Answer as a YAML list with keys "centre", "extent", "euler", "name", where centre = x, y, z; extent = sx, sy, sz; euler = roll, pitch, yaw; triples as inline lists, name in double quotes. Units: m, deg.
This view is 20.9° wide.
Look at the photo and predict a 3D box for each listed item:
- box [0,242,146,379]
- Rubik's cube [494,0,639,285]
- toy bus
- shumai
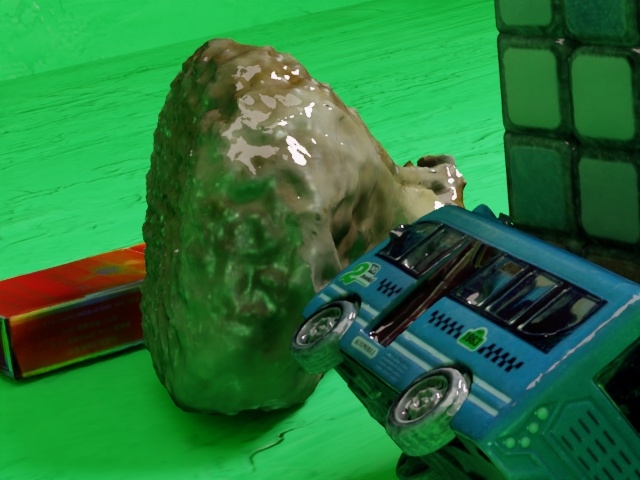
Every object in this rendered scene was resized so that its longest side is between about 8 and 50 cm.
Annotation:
- centre: [-0.167, 0.048, 1.248]
  extent: [0.175, 0.048, 0.112]
  euler: [-15, 15, -30]
  name: "box"
- centre: [0.294, -0.047, 0.933]
  extent: [0.293, 0.286, 0.292]
  euler: [-16, 17, -36]
  name: "Rubik's cube"
- centre: [0.089, 0.066, 0.833]
  extent: [0.134, 0.113, 0.246]
  euler: [-43, 21, -6]
  name: "toy bus"
- centre: [0.000, 0.000, 1.095]
  extent: [0.222, 0.225, 0.260]
  euler: [10, 28, -10]
  name: "shumai"
